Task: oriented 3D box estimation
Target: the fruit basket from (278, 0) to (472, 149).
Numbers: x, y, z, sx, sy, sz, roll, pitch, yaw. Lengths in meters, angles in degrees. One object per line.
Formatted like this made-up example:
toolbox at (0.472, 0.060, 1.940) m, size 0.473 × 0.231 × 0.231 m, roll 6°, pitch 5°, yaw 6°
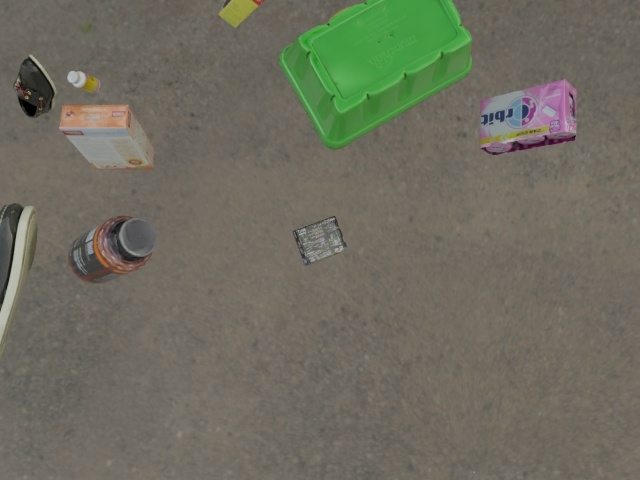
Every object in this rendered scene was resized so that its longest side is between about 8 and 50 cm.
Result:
fruit basket at (0.107, -0.394, 1.221) m, size 0.392 × 0.392 × 0.282 m, roll -29°, pitch 92°, yaw 2°

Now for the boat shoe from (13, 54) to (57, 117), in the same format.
boat shoe at (-0.388, -0.204, 0.764) m, size 0.042 × 0.133 × 0.049 m, roll -41°, pitch 96°, yaw -26°

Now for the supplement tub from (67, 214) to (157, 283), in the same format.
supplement tub at (-0.377, 0.015, 1.037) m, size 0.198 × 0.106 × 0.106 m, roll -16°, pitch 60°, yaw 44°

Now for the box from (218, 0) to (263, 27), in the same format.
box at (-0.152, -0.606, 1.344) m, size 0.232 × 0.058 × 0.087 m, roll -19°, pitch 49°, yaw 47°

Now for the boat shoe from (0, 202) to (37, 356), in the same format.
boat shoe at (-0.329, 0.063, 0.536) m, size 0.233 × 0.079 × 0.084 m, roll -59°, pitch 26°, yaw 20°

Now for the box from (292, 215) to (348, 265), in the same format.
box at (0.000, 0.000, 1.000) m, size 0.083 × 0.018 × 0.067 m, roll -22°, pitch 90°, yaw -26°

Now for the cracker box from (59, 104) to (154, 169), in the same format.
cracker box at (-0.524, -0.253, 1.412) m, size 0.156 × 0.232 × 0.067 m, roll 0°, pitch 73°, yaw -1°

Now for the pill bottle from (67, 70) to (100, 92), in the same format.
pill bottle at (-0.626, -0.420, 1.493) m, size 0.043 × 0.083 × 0.043 m, roll 0°, pitch 89°, yaw 18°

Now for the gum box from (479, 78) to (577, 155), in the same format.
gum box at (0.422, -0.245, 1.144) m, size 0.188 × 0.062 × 0.107 m, roll -5°, pitch 76°, yaw 44°
